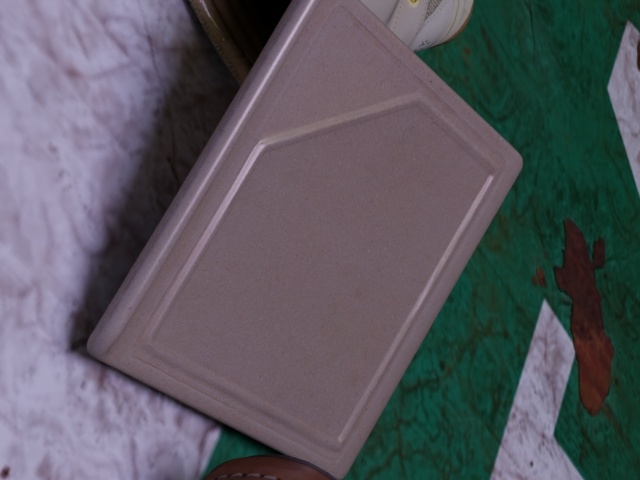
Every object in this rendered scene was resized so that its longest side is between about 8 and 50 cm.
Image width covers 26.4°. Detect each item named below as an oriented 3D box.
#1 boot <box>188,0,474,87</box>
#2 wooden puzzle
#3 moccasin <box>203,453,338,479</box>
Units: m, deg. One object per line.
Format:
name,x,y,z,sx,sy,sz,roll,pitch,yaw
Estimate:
boot,-0.004,-0.218,0.772,0.203,0.095,0.262,-31,116,-50
wooden puzzle,0.000,0.000,0.737,0.238,0.044,0.221,37,82,-49
moccasin,-0.019,0.294,0.655,0.147,0.139,0.380,-11,103,-63
